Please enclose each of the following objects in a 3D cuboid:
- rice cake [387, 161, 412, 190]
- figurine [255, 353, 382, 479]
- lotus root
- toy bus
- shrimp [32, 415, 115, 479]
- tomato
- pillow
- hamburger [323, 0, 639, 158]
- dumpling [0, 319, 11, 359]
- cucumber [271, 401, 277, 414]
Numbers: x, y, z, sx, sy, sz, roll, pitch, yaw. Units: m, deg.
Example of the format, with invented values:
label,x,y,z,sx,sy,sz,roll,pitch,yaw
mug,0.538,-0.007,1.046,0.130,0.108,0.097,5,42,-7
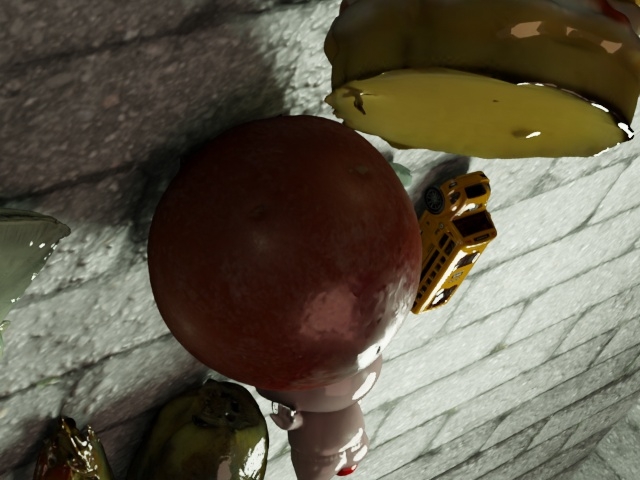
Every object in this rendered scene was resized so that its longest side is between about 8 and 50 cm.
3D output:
label,x,y,z,sx,sy,sz,roll,pitch,yaw
rice cake,0.000,0.000,1.595,0.237,0.043,0.127,-47,157,20
figurine,-0.010,0.201,1.768,0.176,0.186,0.287,-22,117,-26
lotus root,-0.154,0.302,1.772,0.160,0.152,0.275,-3,138,-34
toy bus,0.158,0.003,1.775,0.083,0.088,0.194,-17,149,-39
shrimp,-0.299,0.288,1.642,0.145,0.061,0.267,-36,157,-31
tomato,-0.027,0.019,1.333,0.265,0.265,0.265,-32,156,-16
pillow,-0.319,0.056,1.209,0.128,0.051,0.229,12,128,-49
hamburger,0.142,-0.202,1.197,0.276,0.276,0.237,30,66,-66
dumpling,-0.312,0.096,1.313,0.059,0.043,0.077,-37,147,-52
cucumber,-0.018,0.166,1.884,0.163,0.043,0.039,-42,-161,15
